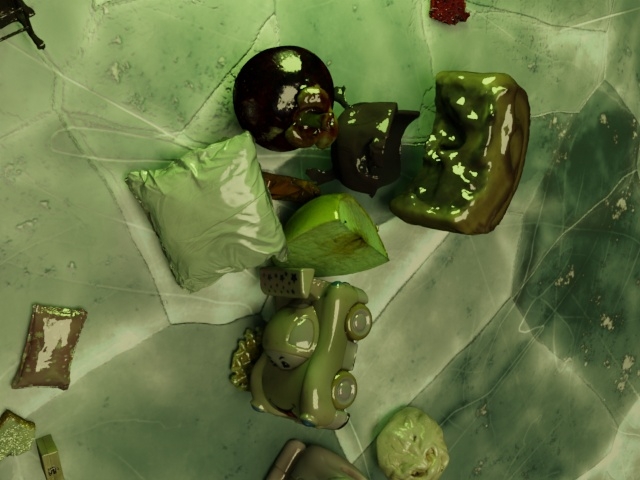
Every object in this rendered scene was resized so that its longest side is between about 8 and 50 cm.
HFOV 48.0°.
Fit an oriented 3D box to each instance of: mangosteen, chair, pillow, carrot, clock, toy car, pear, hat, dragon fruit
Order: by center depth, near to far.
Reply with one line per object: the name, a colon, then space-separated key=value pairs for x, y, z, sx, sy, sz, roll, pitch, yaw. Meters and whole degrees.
chair: x=-0.599 y=-0.434 z=1.268 sx=0.106 sy=0.113 sz=0.229 roll=-33 pitch=80 yaw=-21
pillow: x=-0.555 y=0.225 z=1.480 sx=0.118 sy=0.043 sz=0.185 roll=12 pitch=96 yaw=-31
mangosteen: x=-0.060 y=-0.290 z=1.521 sx=0.228 sy=0.265 sz=0.228 roll=-26 pitch=136 yaw=-28
pillow: x=-0.233 y=-0.050 z=1.534 sx=0.283 sy=0.138 sz=0.310 roll=-17 pitch=111 yaw=1
toy car: x=-0.048 y=0.242 z=1.644 sx=0.226 sy=0.242 sz=0.336 roll=25 pitch=74 yaw=-39
carrot: x=-0.100 y=-0.121 z=1.664 sx=0.229 sy=0.069 sz=0.069 roll=5 pitch=100 yaw=-33
pear: x=-0.003 y=-0.004 z=1.710 sx=0.239 sy=0.139 sz=0.288 roll=-29 pitch=148 yaw=18
hat: x=0.093 y=-0.240 z=1.712 sx=0.336 sy=0.209 sz=0.238 roll=-35 pitch=142 yaw=-64
clock: x=0.060 y=0.666 z=1.806 sx=0.342 sy=0.326 sz=0.184 roll=33 pitch=83 yaw=-33
dragon fruit: x=0.327 y=-0.605 z=1.816 sx=0.131 sy=0.063 sz=0.097 roll=8 pitch=131 yaw=-33

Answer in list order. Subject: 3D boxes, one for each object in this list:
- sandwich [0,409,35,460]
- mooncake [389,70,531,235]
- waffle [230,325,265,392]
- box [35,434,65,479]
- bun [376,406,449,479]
sandwich: x=-0.641 y=0.411 z=1.479 sx=0.105 sy=0.036 sz=0.093 roll=-49 pitch=123 yaw=-11
mooncake: x=0.357 y=-0.216 z=1.778 sx=0.393 sy=0.246 sz=0.394 roll=-41 pitch=135 yaw=-35
waffle: x=-0.133 y=0.295 z=1.763 sx=0.183 sy=0.036 sz=0.169 roll=15 pitch=93 yaw=-34
box: x=-0.567 y=0.463 z=1.509 sx=0.035 sy=0.083 sz=0.079 roll=-15 pitch=111 yaw=-28
bun: x=0.266 y=0.582 z=1.994 sx=0.231 sy=0.133 sz=0.231 roll=5 pitch=79 yaw=-28
